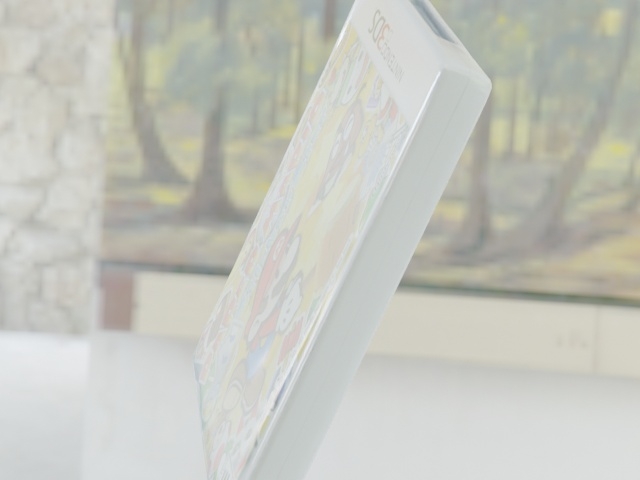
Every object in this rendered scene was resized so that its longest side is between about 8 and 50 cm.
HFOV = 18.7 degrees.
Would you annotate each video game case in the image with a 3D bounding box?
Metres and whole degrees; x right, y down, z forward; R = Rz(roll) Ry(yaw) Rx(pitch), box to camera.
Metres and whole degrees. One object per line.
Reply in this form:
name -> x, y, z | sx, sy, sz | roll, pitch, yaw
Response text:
video game case -> 0.000, 0.000, 0.875 | 0.026, 0.227, 0.206 | 21, 15, -13
